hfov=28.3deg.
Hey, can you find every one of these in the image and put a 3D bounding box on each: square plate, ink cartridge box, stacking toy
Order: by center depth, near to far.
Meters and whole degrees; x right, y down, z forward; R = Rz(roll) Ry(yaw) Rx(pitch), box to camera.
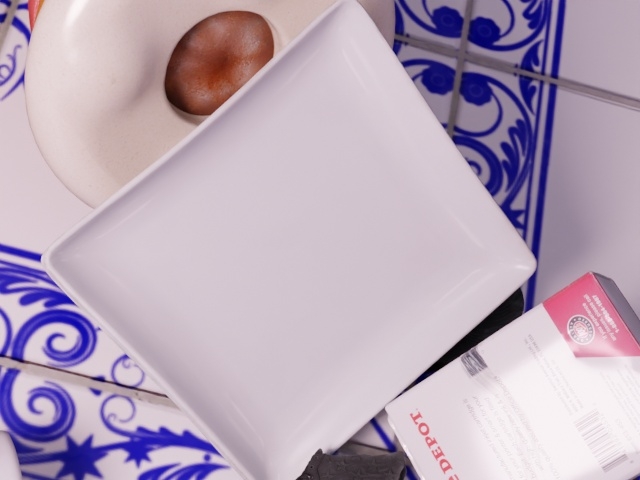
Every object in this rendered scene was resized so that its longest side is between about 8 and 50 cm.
[{"bbox_3d":[-0.016,0.016,1.142,0.347,0.049,0.344,-41,118,-5],"label":"square plate"},{"bbox_3d":[0.207,0.166,1.172,0.237,0.100,0.172,-36,72,17],"label":"ink cartridge box"},{"bbox_3d":[-0.178,-0.268,1.253,0.350,0.351,0.480,-18,43,-21],"label":"stacking toy"}]

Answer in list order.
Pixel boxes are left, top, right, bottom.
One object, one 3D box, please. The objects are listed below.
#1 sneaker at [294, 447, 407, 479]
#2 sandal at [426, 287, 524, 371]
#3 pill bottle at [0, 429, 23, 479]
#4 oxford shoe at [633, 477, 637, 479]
[{"bbox_3d":[-0.008,0.234,1.168,0.170,0.051,0.089,0,57,9],"label":"sneaker"},{"bbox_3d":[-0.002,0.001,1.269,0.445,0.107,0.168,22,60,-1],"label":"sandal"},{"bbox_3d":[-0.358,0.241,1.054,0.221,0.124,0.124,-11,67,-18],"label":"pill bottle"},{"bbox_3d":[0.271,0.216,1.232,0.082,0.096,0.227,-17,72,-32],"label":"oxford shoe"}]
